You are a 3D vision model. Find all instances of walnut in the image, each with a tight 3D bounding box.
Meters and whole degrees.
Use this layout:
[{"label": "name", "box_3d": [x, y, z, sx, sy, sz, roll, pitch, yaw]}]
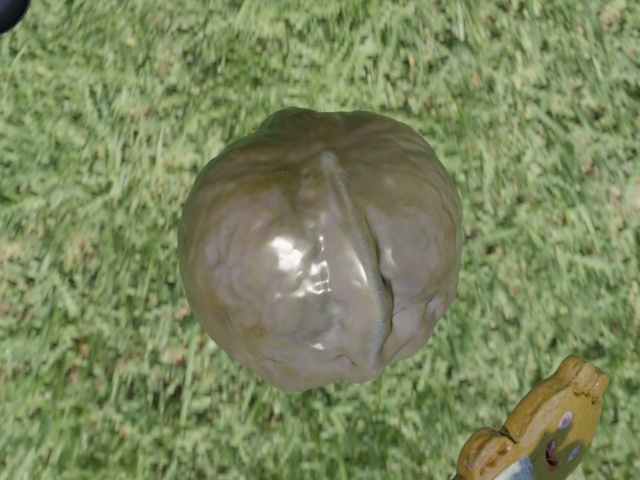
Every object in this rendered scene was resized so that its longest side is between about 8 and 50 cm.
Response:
[{"label": "walnut", "box_3d": [0.000, 0.002, 1.382, 0.248, 0.248, 0.248, 0, 114, 0]}]

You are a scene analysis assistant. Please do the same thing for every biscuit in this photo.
[{"label": "biscuit", "box_3d": [0.184, 0.215, 1.504, 0.249, 0.035, 0.184, -42, 144, -17]}]

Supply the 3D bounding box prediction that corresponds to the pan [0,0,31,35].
[{"label": "pan", "box_3d": [-0.154, -0.142, 0.795, 0.115, 0.023, 0.068, -21, 118, 24]}]
